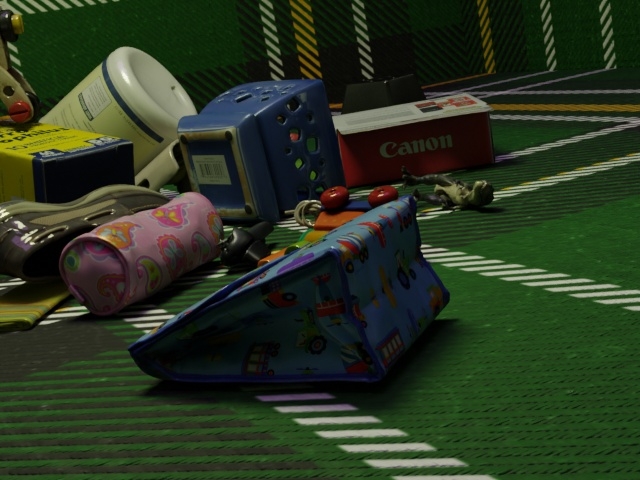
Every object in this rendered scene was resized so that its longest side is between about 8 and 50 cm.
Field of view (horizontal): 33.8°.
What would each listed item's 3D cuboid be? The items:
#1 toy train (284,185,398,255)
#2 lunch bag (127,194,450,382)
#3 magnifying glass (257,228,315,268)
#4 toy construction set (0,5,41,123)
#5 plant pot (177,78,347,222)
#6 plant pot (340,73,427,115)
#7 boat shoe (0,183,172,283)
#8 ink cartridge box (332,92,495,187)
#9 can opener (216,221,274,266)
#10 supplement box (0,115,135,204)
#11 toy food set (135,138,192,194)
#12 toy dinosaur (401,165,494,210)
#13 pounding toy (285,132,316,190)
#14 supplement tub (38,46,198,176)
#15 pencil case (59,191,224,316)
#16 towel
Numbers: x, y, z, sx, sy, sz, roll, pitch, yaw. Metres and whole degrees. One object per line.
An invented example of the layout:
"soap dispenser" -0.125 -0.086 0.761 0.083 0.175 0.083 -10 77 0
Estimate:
"toy train" 0.000 0.000 1.458 0.248 0.105 0.143 2 30 42
"lunch bag" -0.043 0.076 1.122 0.293 0.138 0.221 -17 9 28
"magnifying glass" -0.015 0.009 1.583 0.092 0.026 0.231 0 13 34
"toy construction set" -0.647 -0.311 1.836 0.258 0.237 0.309 6 21 19
"plant pot" -0.118 -0.155 1.934 0.236 0.235 0.212 4 24 45
"plant pot" 0.160 -0.317 2.599 0.188 0.166 0.188 2 15 39
"boat shoe" -0.348 0.007 1.611 0.355 0.132 0.130 -14 42 -44
"ink cartridge box" 0.181 -0.199 2.129 0.310 0.130 0.272 -10 14 -2
"can opener" -0.109 0.008 1.610 0.059 0.073 0.186 -47 2 13
"supplement box" -0.516 -0.094 1.866 0.357 0.195 0.194 13 22 37
"toy food set" -0.279 -0.125 2.106 0.220 0.092 0.306 -38 0 30
"toy dinosaur" 0.200 -0.085 1.761 0.118 0.064 0.268 3 9 -12
"pounding toy" -0.108 -0.158 2.202 0.237 0.110 0.183 -7 12 11
"supplement tub" -0.436 -0.211 2.160 0.325 0.235 0.235 -38 4 18
"pencil case" -0.246 0.016 1.509 0.124 0.124 0.284 -4 13 23
"towel" -0.419 0.090 1.521 0.102 0.021 0.237 -2 12 9
